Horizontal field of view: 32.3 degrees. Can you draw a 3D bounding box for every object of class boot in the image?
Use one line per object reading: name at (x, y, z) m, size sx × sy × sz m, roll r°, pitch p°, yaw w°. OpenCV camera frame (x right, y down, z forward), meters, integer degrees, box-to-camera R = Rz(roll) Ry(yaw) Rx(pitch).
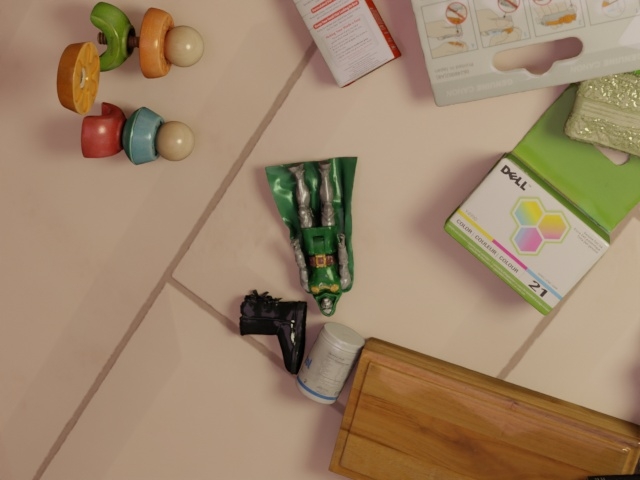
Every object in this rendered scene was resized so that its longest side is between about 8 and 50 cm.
boot at (-0.074, 0.138, 1.669) m, size 0.099 × 0.045 × 0.121 m, roll 6°, pitch 95°, yaw 12°

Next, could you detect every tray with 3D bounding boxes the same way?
tray at (0.235, 0.305, 1.605) m, size 0.411 × 0.076 × 0.202 m, roll 17°, pitch 105°, yaw 10°

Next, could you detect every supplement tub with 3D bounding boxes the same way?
supplement tub at (0.014, 0.183, 1.641) m, size 0.071 × 0.071 × 0.107 m, roll 28°, pitch 106°, yaw 8°

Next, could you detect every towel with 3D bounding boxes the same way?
towel at (0.401, -0.166, 1.441) m, size 0.148 × 0.027 × 0.110 m, roll 17°, pitch 109°, yaw 11°

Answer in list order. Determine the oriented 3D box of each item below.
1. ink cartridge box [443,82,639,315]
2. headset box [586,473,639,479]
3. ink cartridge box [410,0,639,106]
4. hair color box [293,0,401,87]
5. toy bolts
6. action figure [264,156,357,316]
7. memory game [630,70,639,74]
ink cartridge box at (0.321, -0.059, 1.495) m, size 0.189 × 0.097 × 0.255 m, roll 41°, pitch 109°, yaw 5°
headset box at (0.509, 0.450, 1.491) m, size 0.283 × 0.131 × 0.246 m, roll -1°, pitch 106°, yaw -1°
ink cartridge box at (0.262, -0.393, 1.440) m, size 0.308 × 0.091 × 0.384 m, roll -8°, pitch 104°, yaw 23°
hair color box at (0.032, -0.309, 1.546) m, size 0.093 × 0.053 × 0.167 m, roll -27°, pitch 95°, yaw 20°
toy bolts at (-0.262, -0.203, 1.583) m, size 0.159 × 0.218 × 0.228 m, roll 9°, pitch 121°, yaw 7°
action figure at (0.000, 0.000, 1.616) m, size 0.137 × 0.063 × 0.232 m, roll -5°, pitch 103°, yaw 13°
memory game at (0.435, -0.206, 1.441) m, size 0.186 × 0.012 × 0.186 m, roll 6°, pitch 111°, yaw 15°
